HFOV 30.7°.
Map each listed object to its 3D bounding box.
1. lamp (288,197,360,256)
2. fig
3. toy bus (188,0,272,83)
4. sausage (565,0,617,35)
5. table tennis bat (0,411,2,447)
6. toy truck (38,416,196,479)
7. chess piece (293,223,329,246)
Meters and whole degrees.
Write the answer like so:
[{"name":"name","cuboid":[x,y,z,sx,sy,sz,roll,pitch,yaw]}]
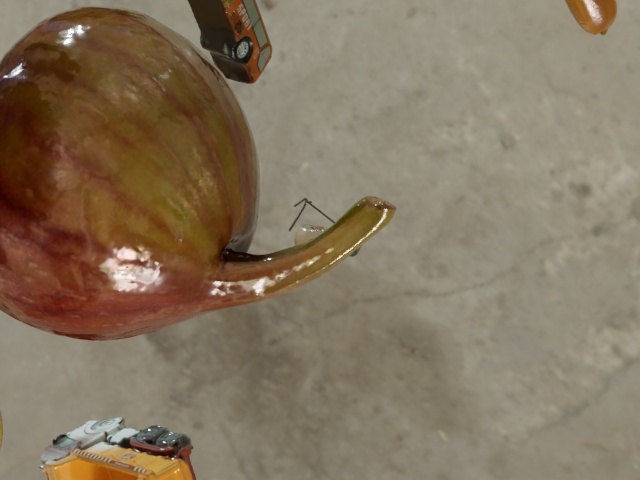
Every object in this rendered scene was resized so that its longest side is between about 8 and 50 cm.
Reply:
[{"name":"lamp","cuboid":[0.015,-0.022,1.693,0.121,0.041,0.054,25,50,21]},{"name":"fig","cuboid":[-0.093,-0.012,0.615,0.207,0.175,0.175,39,89,8]},{"name":"toy bus","cuboid":[-0.175,-0.421,1.899,0.093,0.408,0.092,23,63,28]},{"name":"sausage","cuboid":[0.299,-0.309,1.353,0.054,0.183,0.062,-23,36,22]},{"name":"table tennis bat","cuboid":[-0.479,0.197,1.151,0.321,0.198,0.050,-5,18,-11]},{"name":"toy truck","cuboid":[-0.247,0.302,1.463,0.270,0.135,0.114,0,108,49]},{"name":"chess piece","cuboid":[0.000,0.000,1.796,0.084,0.084,0.038,16,97,31]}]
